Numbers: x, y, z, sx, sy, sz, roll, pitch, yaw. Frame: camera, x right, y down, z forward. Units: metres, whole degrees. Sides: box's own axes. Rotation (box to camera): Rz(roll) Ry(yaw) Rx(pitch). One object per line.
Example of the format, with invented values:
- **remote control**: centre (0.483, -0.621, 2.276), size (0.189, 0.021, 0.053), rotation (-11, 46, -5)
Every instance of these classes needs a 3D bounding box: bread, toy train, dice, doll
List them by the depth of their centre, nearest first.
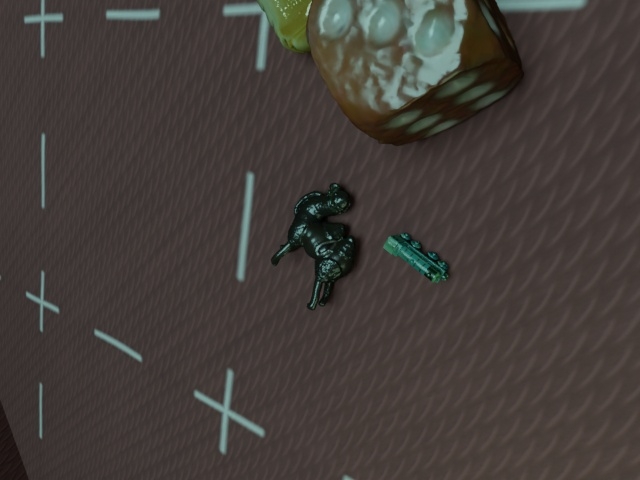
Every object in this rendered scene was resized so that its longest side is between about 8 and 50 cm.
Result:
- **dice**: centre (0.104, -0.217, 0.516), size (0.174, 0.175, 0.179), rotation (-25, 86, 34)
- **toy train**: centre (0.127, 0.022, 0.609), size (0.092, 0.045, 0.029), rotation (41, 119, 26)
- **bread**: centre (-0.031, -0.346, 0.643), size (0.119, 0.084, 0.177), rotation (-31, 79, 35)
- **doll**: centre (0.000, 0.000, 0.689), size (0.139, 0.057, 0.165), rotation (48, 115, 23)
